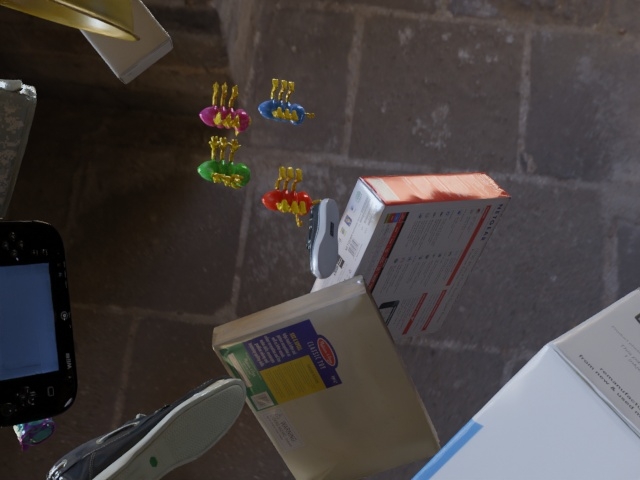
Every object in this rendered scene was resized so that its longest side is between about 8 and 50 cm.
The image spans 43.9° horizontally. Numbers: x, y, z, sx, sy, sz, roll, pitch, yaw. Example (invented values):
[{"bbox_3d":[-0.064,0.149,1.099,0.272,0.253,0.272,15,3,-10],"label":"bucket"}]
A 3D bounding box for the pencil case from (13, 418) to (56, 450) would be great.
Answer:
[{"bbox_3d":[-0.526,0.286,1.386,0.070,0.064,0.152,-40,66,-6],"label":"pencil case"}]

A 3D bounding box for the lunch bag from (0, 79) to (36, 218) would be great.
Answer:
[{"bbox_3d":[-0.659,-0.195,1.419,0.235,0.287,0.169,6,46,-35],"label":"lunch bag"}]

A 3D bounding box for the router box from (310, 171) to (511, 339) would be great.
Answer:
[{"bbox_3d":[0.147,0.041,1.422,0.301,0.336,0.082,-5,41,-37],"label":"router box"}]

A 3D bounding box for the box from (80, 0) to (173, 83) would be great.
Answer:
[{"bbox_3d":[-0.369,-0.400,1.297,0.113,0.094,0.275,-37,98,-4],"label":"box"}]

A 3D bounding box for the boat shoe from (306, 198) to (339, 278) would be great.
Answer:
[{"bbox_3d":[0.000,0.000,1.203,0.040,0.049,0.142,-18,47,31],"label":"boat shoe"}]

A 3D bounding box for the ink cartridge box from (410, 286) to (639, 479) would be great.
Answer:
[{"bbox_3d":[0.256,0.159,0.720,0.307,0.223,0.129,-16,57,-46],"label":"ink cartridge box"}]

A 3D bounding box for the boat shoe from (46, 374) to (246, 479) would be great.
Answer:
[{"bbox_3d":[-0.182,0.211,0.862,0.233,0.084,0.079,-32,41,-33],"label":"boat shoe"}]

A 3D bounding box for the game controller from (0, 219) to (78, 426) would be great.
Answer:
[{"bbox_3d":[-0.474,0.127,1.257,0.166,0.067,0.319,-4,87,-38],"label":"game controller"}]

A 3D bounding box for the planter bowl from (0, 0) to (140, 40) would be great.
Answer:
[{"bbox_3d":[-0.232,-0.228,0.597,0.217,0.217,0.090,18,97,9],"label":"planter bowl"}]

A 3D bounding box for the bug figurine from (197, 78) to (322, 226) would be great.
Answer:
[{"bbox_3d":[-0.104,-0.156,1.362,0.216,0.072,0.279,10,58,-23],"label":"bug figurine"}]

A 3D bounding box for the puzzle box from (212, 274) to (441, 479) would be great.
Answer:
[{"bbox_3d":[0.022,0.264,1.372,0.272,0.409,0.052,-20,32,9],"label":"puzzle box"}]
